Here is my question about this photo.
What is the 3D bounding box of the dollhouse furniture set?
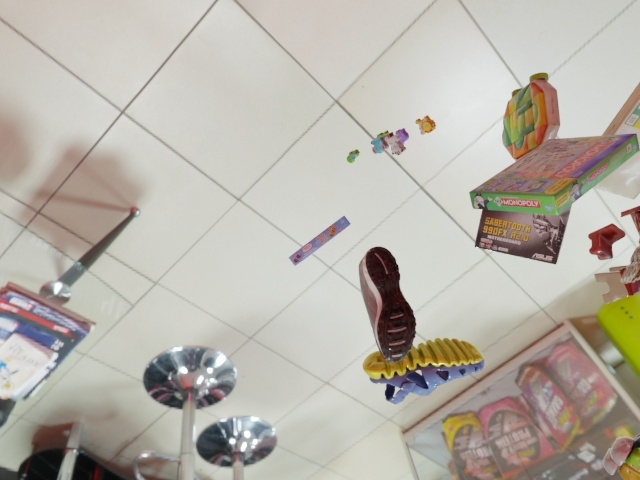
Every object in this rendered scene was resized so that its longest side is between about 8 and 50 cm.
[{"bbox_3d":[0.829,0.006,1.293,0.374,0.201,0.152,-12,168,-37],"label":"dollhouse furniture set"}]

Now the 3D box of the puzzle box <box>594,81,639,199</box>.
[{"bbox_3d":[1.106,-0.346,1.780,0.272,0.052,0.409,13,124,-17],"label":"puzzle box"}]

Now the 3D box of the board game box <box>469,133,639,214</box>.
[{"bbox_3d":[0.519,-0.152,1.147,0.317,0.213,0.046,-31,111,-26],"label":"board game box"}]

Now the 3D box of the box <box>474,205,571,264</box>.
[{"bbox_3d":[0.580,-0.046,1.486,0.230,0.056,0.183,14,107,18],"label":"box"}]

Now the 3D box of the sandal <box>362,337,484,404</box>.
[{"bbox_3d":[0.277,0.350,1.373,0.317,0.126,0.138,-10,106,7],"label":"sandal"}]

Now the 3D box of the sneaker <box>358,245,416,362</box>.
[{"bbox_3d":[0.153,0.154,1.231,0.100,0.272,0.108,-7,168,-18],"label":"sneaker"}]

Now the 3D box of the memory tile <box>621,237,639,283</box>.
[{"bbox_3d":[0.532,0.018,0.851,0.113,0.012,0.148,-66,157,2],"label":"memory tile"}]

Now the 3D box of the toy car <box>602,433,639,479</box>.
[{"bbox_3d":[0.813,0.545,1.281,0.136,0.159,0.182,-45,144,-22],"label":"toy car"}]

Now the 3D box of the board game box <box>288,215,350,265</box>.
[{"bbox_3d":[0.000,0.000,1.615,0.211,0.160,0.039,-38,90,2],"label":"board game box"}]

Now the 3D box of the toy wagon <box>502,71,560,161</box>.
[{"bbox_3d":[0.663,-0.366,1.672,0.068,0.344,0.268,-2,84,-7],"label":"toy wagon"}]

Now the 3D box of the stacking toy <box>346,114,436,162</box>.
[{"bbox_3d":[0.197,-0.278,1.463,0.167,0.221,0.052,-37,107,-37],"label":"stacking toy"}]
